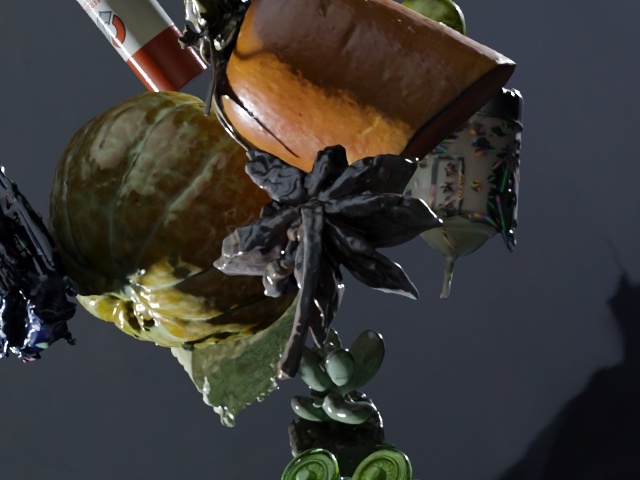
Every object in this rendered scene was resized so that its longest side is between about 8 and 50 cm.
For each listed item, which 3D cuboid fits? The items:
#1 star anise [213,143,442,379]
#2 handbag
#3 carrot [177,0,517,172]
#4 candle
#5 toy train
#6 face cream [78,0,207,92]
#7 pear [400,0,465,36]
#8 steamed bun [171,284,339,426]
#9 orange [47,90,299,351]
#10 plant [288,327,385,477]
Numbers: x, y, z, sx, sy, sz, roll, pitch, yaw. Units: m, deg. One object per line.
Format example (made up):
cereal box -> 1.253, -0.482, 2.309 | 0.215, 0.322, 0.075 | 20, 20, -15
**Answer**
star anise -> 0.000, 0.000, 1.241 | 0.209, 0.089, 0.231 | -22, -131, 12
handbag -> -0.369, 0.015, 1.637 | 0.113, 0.260, 0.162 | -21, 147, -27
carrot -> 0.001, -0.164, 1.441 | 0.214, 0.331, 0.193 | -60, 174, 2
candle -> 0.194, -0.072, 2.038 | 0.188, 0.330, 0.187 | 4, 170, 1
toy train -> 0.045, 0.387, 1.895 | 0.272, 0.159, 0.188 | -4, -130, 36
face cream -> -0.274, -0.320, 2.179 | 0.096, 0.214, 0.096 | -37, -174, 5
pear -> 0.170, -0.334, 2.222 | 0.107, 0.107, 0.131 | -37, -156, -17
steamed bun -> -0.113, 0.103, 2.157 | 0.272, 0.273, 0.290 | -37, 169, -9
orange -> -0.171, -0.017, 1.694 | 0.329, 0.329, 0.249 | -26, -153, 54
plant -> 0.021, 0.251, 2.091 | 0.146, 0.274, 0.149 | -17, -145, -22
